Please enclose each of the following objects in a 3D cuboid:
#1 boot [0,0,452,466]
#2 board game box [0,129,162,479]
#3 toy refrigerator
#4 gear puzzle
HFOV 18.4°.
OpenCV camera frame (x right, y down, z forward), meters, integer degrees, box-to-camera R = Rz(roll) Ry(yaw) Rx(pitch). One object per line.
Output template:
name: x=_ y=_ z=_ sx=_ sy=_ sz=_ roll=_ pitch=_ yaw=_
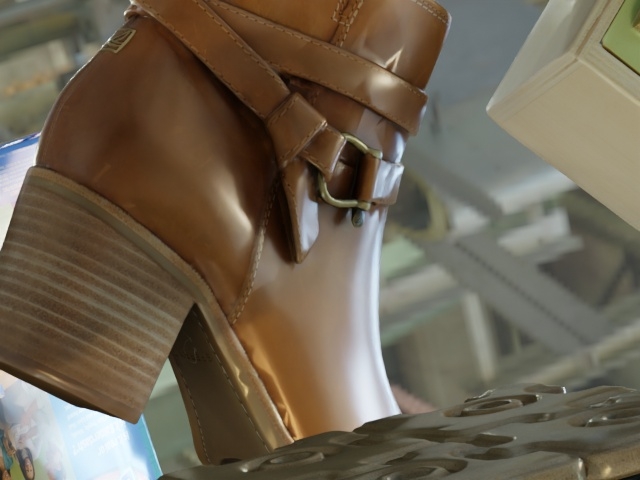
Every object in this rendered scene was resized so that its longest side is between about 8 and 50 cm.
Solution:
boot: x=0.000 y=0.000 z=0.851 sx=0.109 sy=0.283 sz=0.220 roll=9 pitch=-109 yaw=57
board game box: x=-0.146 y=0.069 z=0.868 sx=0.047 sy=0.210 sz=0.160 roll=-14 pitch=-174 yaw=29
toy refrigerator: x=0.195 y=-0.144 z=0.937 sx=0.269 sy=0.102 sz=0.094 roll=-57 pitch=-171 yaw=-25
gear puzzle: x=-0.027 y=0.100 z=0.591 sx=0.339 sy=0.044 sz=0.175 roll=-12 pitch=-177 yaw=-27
